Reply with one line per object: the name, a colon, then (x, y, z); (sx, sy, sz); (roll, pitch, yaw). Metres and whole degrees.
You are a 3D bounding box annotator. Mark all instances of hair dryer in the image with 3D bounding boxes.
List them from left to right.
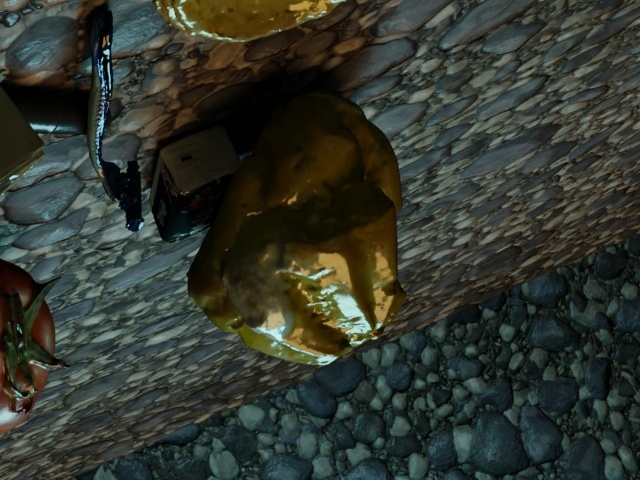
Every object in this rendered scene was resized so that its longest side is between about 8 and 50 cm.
hair dryer: (-0.362, -0.111, 1.782); (0.195, 0.050, 0.173); (-31, 163, 31)

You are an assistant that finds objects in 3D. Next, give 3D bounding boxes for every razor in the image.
razor: (-0.242, -0.139, 1.742); (0.056, 0.093, 0.324); (-5, 144, -3)

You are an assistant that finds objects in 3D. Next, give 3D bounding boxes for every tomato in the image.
tomato: (-0.467, 0.136, 2.019); (0.224, 0.255, 0.256); (-1, 175, 24)

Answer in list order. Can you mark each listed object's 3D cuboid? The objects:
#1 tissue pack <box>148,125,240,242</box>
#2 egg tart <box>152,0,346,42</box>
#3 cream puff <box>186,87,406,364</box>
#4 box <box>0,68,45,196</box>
tissue pack: (-0.173, -0.074, 2.092); (0.103, 0.090, 0.170); (-22, 164, -20)
egg tart: (-0.036, -0.307, 1.518); (0.294, 0.123, 0.294); (-22, 167, -5)
cream puff: (0.000, 0.000, 2.072); (0.378, 0.275, 0.378); (-64, 177, -6)
box: (-0.419, -0.061, 1.478); (0.220, 0.166, 0.290); (-37, -174, 30)
